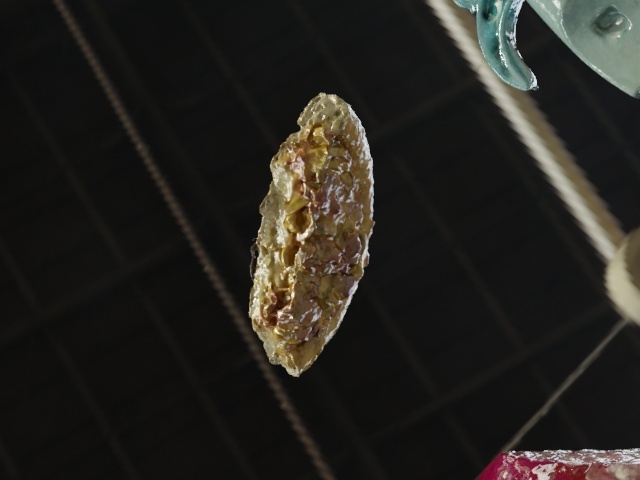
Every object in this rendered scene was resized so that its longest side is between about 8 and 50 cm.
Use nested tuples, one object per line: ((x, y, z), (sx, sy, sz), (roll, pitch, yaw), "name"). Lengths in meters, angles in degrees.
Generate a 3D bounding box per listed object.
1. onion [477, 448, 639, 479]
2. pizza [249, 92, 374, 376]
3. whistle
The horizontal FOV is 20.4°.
((0.180, 0.210, 0.960), (0.206, 0.216, 0.207), (-4, -101, -2), "onion")
((0.001, 0.001, 1.479), (0.127, 0.246, 0.058), (4, -164, -47), "pizza")
((0.161, -0.216, 1.261), (0.093, 0.186, 0.274), (1, -130, -56), "whistle")
